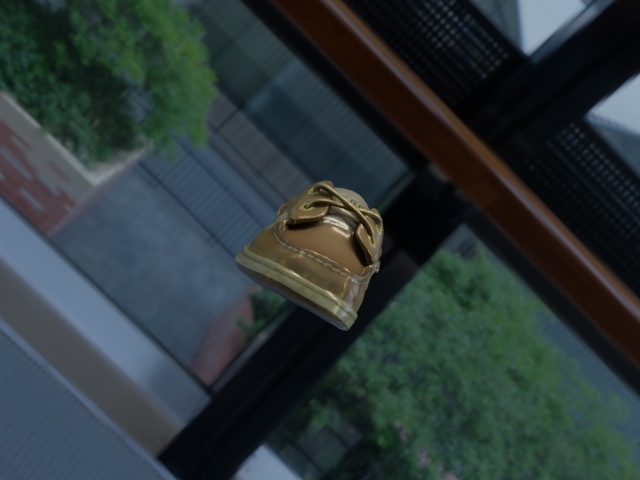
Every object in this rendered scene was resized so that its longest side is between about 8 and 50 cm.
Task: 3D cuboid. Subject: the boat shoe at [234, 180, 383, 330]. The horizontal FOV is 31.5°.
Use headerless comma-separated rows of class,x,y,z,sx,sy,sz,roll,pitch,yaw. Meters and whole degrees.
boat shoe,0.000,0.000,0.432,0.050,0.045,0.135,31,4,-5
